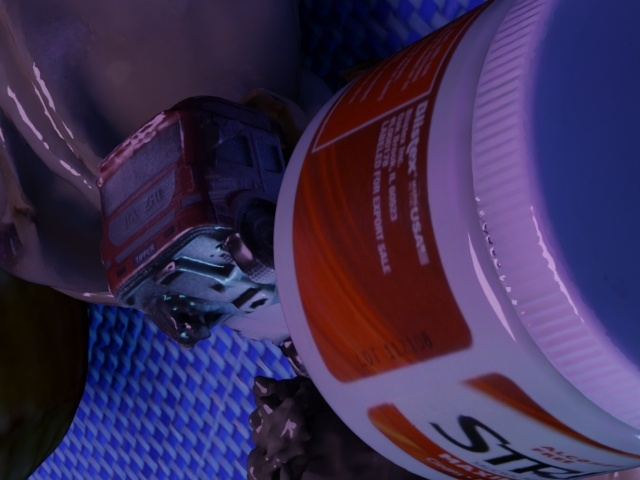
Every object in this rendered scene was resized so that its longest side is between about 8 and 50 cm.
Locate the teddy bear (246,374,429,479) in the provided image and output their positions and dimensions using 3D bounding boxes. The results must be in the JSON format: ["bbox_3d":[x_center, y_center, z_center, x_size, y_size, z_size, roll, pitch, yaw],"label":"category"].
[{"bbox_3d":[0.061,0.232,1.268,0.224,0.357,0.367,-33,61,28],"label":"teddy bear"}]

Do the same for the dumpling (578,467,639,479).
[{"bbox_3d":[0.143,0.106,1.218,0.181,0.111,0.155,27,126,15],"label":"dumpling"}]

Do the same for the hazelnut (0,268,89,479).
[{"bbox_3d":[-0.392,0.067,1.634,0.353,0.421,0.421,24,135,65],"label":"hazelnut"}]

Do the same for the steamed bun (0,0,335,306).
[{"bbox_3d":[-0.158,-0.108,1.311,0.367,0.255,0.342,-20,95,60],"label":"steamed bun"}]

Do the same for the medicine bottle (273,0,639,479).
[{"bbox_3d":[0.135,-0.007,1.000,0.241,0.252,0.252,-26,93,58],"label":"medicine bottle"}]

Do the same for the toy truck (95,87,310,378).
[{"bbox_3d":[0.000,0.000,1.153,0.114,0.270,0.135,-38,51,36],"label":"toy truck"}]

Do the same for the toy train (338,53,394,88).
[{"bbox_3d":[0.052,-0.070,1.261,0.064,0.044,0.103,2,114,57],"label":"toy train"}]
